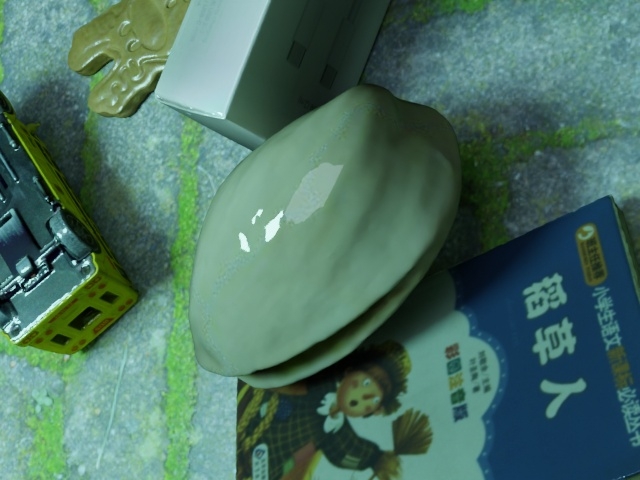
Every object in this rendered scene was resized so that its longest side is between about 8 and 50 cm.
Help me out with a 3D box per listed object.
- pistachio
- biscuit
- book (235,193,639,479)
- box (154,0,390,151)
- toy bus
[{"bbox_3d":[0.000,0.000,1.316,0.332,0.208,0.226,-45,55,10],"label":"pistachio"},{"bbox_3d":[-0.192,-0.246,1.600,0.236,0.040,0.144,-38,67,18],"label":"biscuit"},{"bbox_3d":[0.104,0.154,1.253,0.428,0.039,0.300,-26,40,21],"label":"book"},{"bbox_3d":[-0.038,-0.218,1.401,0.106,0.203,0.252,21,87,31],"label":"box"},{"bbox_3d":[-0.345,-0.034,1.557,0.144,0.152,0.330,-40,63,8],"label":"toy bus"}]
